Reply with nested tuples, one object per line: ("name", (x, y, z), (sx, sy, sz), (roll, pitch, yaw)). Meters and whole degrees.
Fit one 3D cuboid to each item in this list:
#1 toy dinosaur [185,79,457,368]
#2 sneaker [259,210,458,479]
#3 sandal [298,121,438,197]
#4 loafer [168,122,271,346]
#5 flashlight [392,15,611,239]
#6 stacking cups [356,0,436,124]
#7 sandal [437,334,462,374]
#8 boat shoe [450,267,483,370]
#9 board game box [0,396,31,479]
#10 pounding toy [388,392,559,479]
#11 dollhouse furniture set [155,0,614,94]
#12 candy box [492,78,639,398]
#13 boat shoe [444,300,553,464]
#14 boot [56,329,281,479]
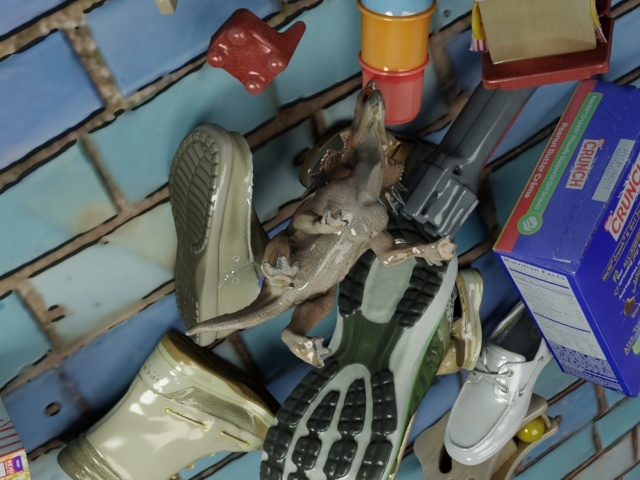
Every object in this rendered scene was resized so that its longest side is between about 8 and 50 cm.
("toy dinosaur", (0.000, 0.000, 1.028), (0.296, 0.200, 0.127), (-44, 113, 4))
("sneaker", (0.077, 0.181, 1.218), (0.182, 0.158, 0.410), (41, 70, -53))
("sandal", (0.076, -0.075, 1.165), (0.219, 0.060, 0.090), (9, 115, -38))
("loafer", (-0.097, -0.009, 1.072), (0.092, 0.102, 0.268), (-16, 137, -27))
("flashlight", (0.196, -0.141, 1.147), (0.103, 0.103, 0.304), (33, 90, -18))
("stacking cups", (0.069, -0.264, 1.019), (0.096, 0.096, 0.316), (-18, 134, -24))
("sandal", (0.119, 0.169, 1.354), (0.240, 0.079, 0.088), (-5, 123, -32))
("boat shoe", (0.182, 0.103, 1.360), (0.045, 0.050, 0.135), (-1, 95, -19))
("board game box", (-0.323, 0.238, 1.051), (0.045, 0.147, 0.193), (-17, 128, -24))
("pounding toy", (0.203, 0.299, 1.452), (0.269, 0.154, 0.155), (-39, 135, -6))
("dollhouse furniture set", (0.055, -0.242, 0.907), (0.374, 0.152, 0.201), (-5, 133, 19))
("candy box", (0.365, 0.003, 1.318), (0.268, 0.122, 0.317), (-58, 140, -19))
("boat shoe", (0.244, 0.167, 1.401), (0.277, 0.098, 0.096), (-56, 145, -15))
("boot", (-0.151, 0.239, 1.205), (0.203, 0.095, 0.262), (-47, 133, 2))
